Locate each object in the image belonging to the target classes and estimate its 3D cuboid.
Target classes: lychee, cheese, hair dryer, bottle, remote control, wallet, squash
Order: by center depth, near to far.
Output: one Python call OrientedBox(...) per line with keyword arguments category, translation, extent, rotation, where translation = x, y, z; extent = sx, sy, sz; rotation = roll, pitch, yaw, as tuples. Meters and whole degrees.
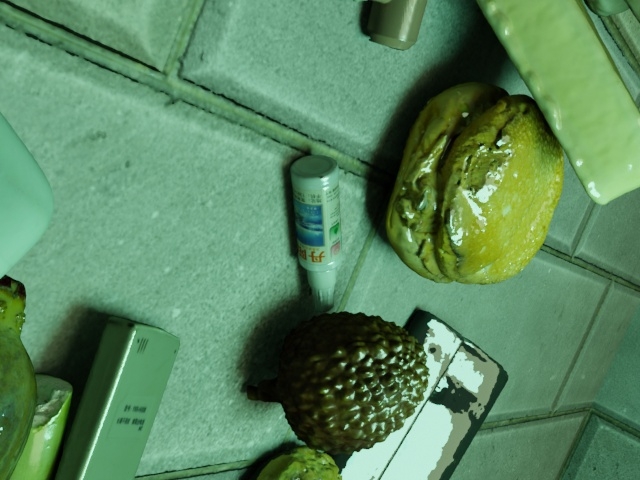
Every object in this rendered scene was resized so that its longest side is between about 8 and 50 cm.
OrientedBox(category="squash", translation=(-0.284, 0.251, 0.688), extent=(0.083, 0.083, 0.250), rotation=(-7, 114, -50))
OrientedBox(category="remote control", translation=(-0.216, 0.218, 0.707), extent=(0.123, 0.038, 0.285), rotation=(49, 57, -72))
OrientedBox(category="hair dryer", translation=(0.049, -0.279, 0.804), extent=(0.181, 0.064, 0.117), rotation=(-5, 117, -42))
OrientedBox(category="bottle", translation=(0.000, 0.000, 0.906), extent=(0.060, 0.060, 0.217), rotation=(-35, 135, -35))
OrientedBox(category="lychee", translation=(0.023, 0.183, 0.937), extent=(0.238, 0.200, 0.200), rotation=(-11, 132, 1))
OrientedBox(category="cheese", translation=(0.318, -0.274, 0.989), extent=(0.104, 0.384, 0.384), rotation=(-29, 156, 27))
OrientedBox(category="wallet", translation=(0.144, 0.341, 1.227), extent=(0.228, 0.062, 0.406), rotation=(38, 77, -22))

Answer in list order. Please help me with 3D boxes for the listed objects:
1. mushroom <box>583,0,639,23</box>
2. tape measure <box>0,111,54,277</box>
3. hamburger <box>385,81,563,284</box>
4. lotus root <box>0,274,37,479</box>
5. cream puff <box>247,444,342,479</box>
OrientedBox(category="mushroom", translation=(0.494, -0.437, 1.096), extent=(0.362, 0.294, 0.362), rotation=(31, 48, -41))
OrientedBox(category="tape measure", translation=(-0.273, -0.079, 0.371), extent=(0.125, 0.246, 0.243), rotation=(-47, 148, -16))
OrientedBox(category="hamburger", translation=(0.217, -0.074, 1.043), extent=(0.314, 0.170, 0.290), rotation=(21, 91, -54))
OrientedBox(category="lotus root", translation=(-0.314, 0.158, 0.532), extent=(0.309, 0.173, 0.173), rotation=(-59, 145, -18))
OrientedBox(category="cream puff", translation=(-0.032, 0.387, 1.051), extent=(0.189, 0.129, 0.189), rotation=(-34, 137, -40))
